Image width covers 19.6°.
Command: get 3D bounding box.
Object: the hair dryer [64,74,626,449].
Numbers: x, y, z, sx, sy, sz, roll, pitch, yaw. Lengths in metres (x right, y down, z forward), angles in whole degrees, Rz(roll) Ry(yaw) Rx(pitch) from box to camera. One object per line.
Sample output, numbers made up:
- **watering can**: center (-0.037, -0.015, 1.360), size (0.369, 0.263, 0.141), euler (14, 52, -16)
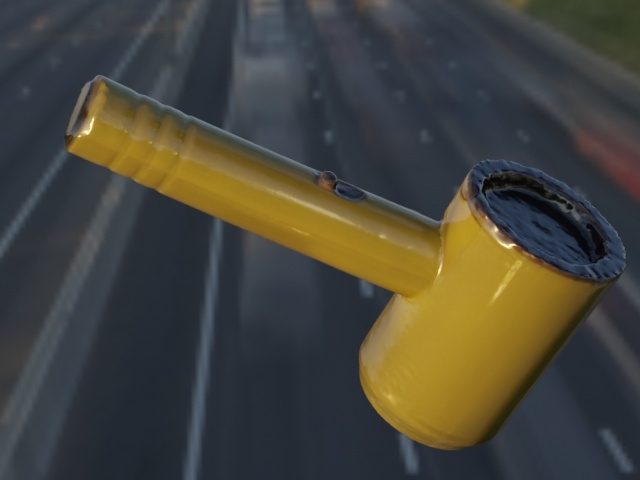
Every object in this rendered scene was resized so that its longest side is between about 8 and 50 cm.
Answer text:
- **hair dryer**: center (0.000, 0.000, 0.927), size (0.278, 0.135, 0.090), euler (24, 32, -15)
